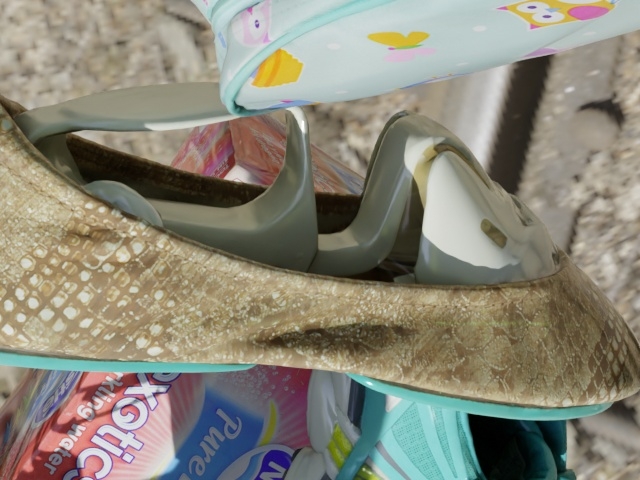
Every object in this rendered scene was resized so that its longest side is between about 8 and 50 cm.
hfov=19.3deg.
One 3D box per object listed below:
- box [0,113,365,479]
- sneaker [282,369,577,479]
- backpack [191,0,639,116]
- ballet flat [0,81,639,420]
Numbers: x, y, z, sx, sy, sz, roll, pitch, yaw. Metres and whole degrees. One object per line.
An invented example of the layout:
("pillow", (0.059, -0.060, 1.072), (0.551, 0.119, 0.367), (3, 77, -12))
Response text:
("box", (-0.071, 0.092, 1.032), (0.154, 0.142, 0.300), (33, 104, -16))
("sneaker", (0.049, 0.103, 0.808), (0.110, 0.107, 0.275), (33, 134, 29))
("backpack", (0.042, -0.092, 0.339), (0.182, 0.152, 0.115), (-15, 81, 39))
("ballet flat", (0.000, 0.000, 0.446), (0.073, 0.206, 0.067), (45, 123, 54))
